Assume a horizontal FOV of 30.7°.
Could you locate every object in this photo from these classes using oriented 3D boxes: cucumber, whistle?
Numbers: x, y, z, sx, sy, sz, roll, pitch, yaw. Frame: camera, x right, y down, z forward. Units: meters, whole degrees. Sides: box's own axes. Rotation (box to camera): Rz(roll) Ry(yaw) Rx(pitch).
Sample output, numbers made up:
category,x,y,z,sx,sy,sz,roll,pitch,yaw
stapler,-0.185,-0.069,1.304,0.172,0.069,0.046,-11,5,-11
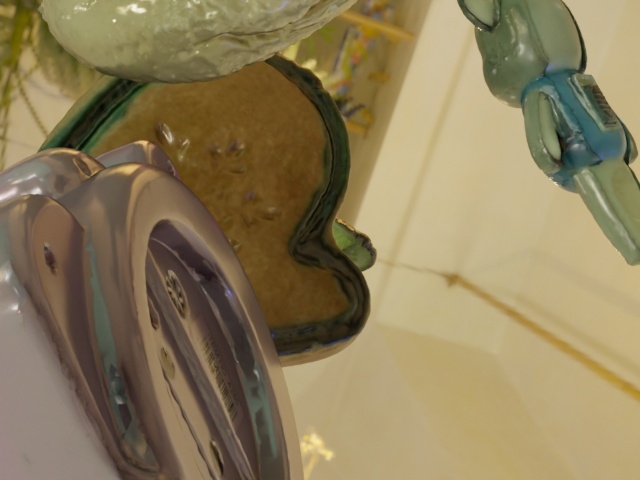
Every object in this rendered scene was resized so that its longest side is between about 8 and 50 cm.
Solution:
category,x,y,z,sx,sy,sz,roll,pitch,yaw
cucumber,0.000,0.000,1.219,0.046,0.070,0.220,37,-178,-25
whistle,0.173,-0.087,0.826,0.114,0.077,0.236,-8,-113,-43

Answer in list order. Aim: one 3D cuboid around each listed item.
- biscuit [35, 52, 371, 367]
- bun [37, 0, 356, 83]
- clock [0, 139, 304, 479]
category,x,y,z,sx,sy,sz,roll,pitch,yaw
biscuit,-0.087,-0.004,0.908,0.287,0.344,0.057,39,154,-4
bun,-0.077,-0.192,0.724,0.220,0.134,0.220,-6,-140,5
clock,-0.101,0.090,0.652,0.113,0.296,0.322,-21,-165,9
